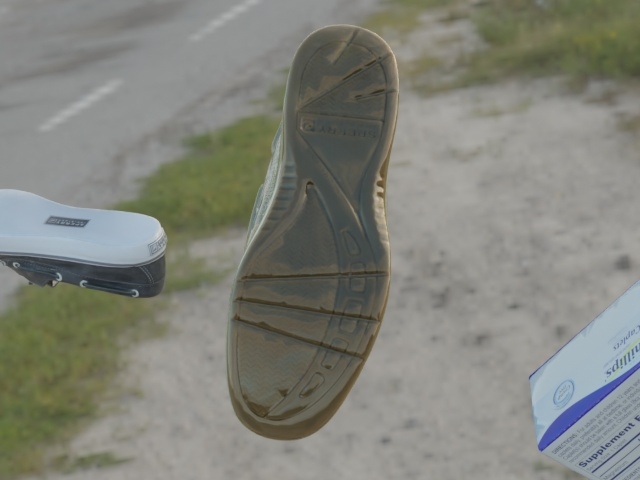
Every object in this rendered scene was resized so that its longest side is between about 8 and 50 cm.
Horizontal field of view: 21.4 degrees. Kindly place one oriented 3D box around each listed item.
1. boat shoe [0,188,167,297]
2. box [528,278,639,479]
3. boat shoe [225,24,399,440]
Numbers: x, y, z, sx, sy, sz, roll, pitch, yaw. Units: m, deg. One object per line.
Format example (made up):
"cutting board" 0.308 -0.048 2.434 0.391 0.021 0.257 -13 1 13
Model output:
"boat shoe" -0.237 0.009 1.511 0.228 0.076 0.080 6 33 19
"box" 0.225 0.103 1.075 0.126 0.137 0.072 -46 27 30
"boat shoe" 0.000 0.000 1.381 0.121 0.341 0.110 13 -14 -1
